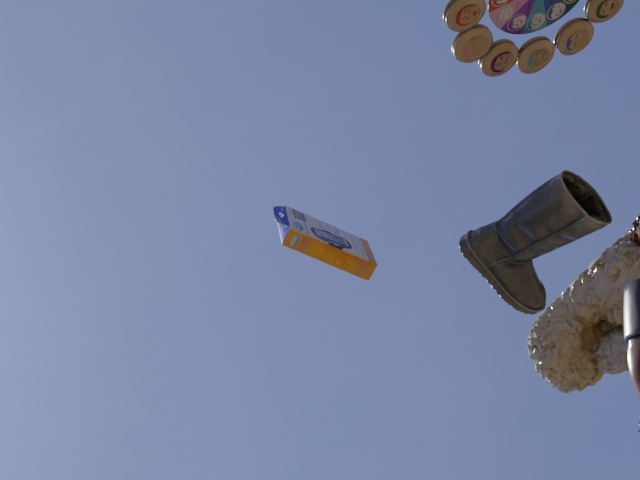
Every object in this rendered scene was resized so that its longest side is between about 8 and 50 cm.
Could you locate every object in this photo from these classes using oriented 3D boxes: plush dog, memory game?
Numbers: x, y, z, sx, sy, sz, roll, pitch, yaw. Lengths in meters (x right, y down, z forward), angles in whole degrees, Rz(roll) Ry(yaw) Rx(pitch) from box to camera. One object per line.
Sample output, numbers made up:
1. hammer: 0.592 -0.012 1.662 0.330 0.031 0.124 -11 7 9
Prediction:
1. plush dog: 0.377 0.088 1.165 0.262 0.225 0.210 -34 -18 -21
2. memory game: 0.185 -0.208 0.948 0.186 0.012 0.186 -17 -38 -14

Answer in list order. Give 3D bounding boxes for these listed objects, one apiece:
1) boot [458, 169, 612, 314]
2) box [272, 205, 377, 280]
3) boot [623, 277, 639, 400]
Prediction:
1. boot: 0.325 0.006 1.633 0.189 0.076 0.208 38 -52 -25
2. box: 0.000 0.000 1.424 0.136 0.081 0.028 21 -72 -14
3. boot: 0.383 0.168 0.929 0.264 0.096 0.280 3 -110 -11
